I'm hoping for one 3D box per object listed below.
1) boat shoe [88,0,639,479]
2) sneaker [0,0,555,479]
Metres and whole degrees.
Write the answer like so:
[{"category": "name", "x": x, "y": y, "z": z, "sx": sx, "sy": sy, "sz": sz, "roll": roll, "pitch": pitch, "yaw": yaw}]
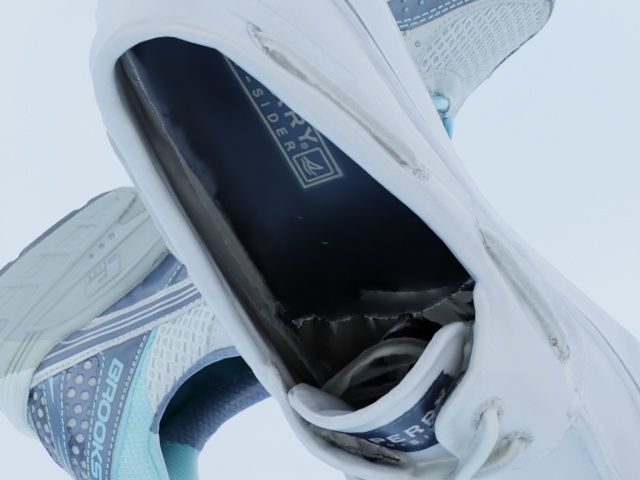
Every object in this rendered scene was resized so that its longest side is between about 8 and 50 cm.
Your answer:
[{"category": "boat shoe", "x": 0.025, "y": 0.027, "z": 0.507, "sx": 0.096, "sy": 0.088, "sz": 0.267, "roll": -19, "pitch": 118, "yaw": 22}, {"category": "sneaker", "x": 0.000, "y": 0.000, "z": 0.725, "sx": 0.122, "sy": 0.283, "sz": 0.110, "roll": 48, "pitch": -176, "yaw": 29}]
